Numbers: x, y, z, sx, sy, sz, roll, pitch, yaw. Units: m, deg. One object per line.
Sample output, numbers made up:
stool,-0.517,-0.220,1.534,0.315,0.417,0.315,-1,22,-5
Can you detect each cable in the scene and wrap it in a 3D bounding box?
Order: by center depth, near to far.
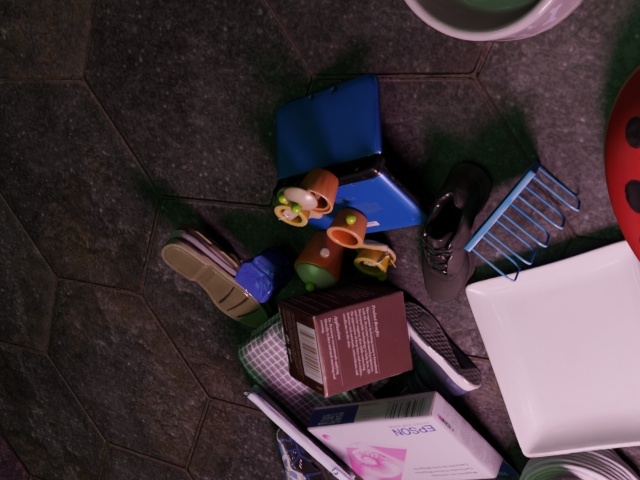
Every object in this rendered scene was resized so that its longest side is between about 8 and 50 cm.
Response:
cable,0.513,0.511,1.597,0.257,0.089,0.257,44,131,8

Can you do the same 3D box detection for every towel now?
towel,-0.024,0.286,1.824,0.283,0.121,0.235,47,133,-4

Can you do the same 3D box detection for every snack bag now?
snack bag,-0.042,0.441,1.854,0.323,0.037,0.342,41,169,7

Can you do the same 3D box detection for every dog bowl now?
dog bowl,0.253,-0.467,1.254,0.349,0.102,0.348,17,123,28

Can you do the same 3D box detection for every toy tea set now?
toy tea set,0.000,0.000,1.579,0.200,0.124,0.336,4,148,35

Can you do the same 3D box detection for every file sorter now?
file sorter,0.343,-0.031,1.384,0.104,0.118,0.170,39,112,6

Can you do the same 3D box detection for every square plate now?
square plate,0.461,0.200,1.459,0.344,0.049,0.347,-21,88,41

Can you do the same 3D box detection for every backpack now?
backpack,-0.107,0.066,1.786,0.098,0.120,0.101,46,122,10

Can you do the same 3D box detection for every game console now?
game console,0.057,-0.150,1.590,0.250,0.173,0.293,40,150,-30

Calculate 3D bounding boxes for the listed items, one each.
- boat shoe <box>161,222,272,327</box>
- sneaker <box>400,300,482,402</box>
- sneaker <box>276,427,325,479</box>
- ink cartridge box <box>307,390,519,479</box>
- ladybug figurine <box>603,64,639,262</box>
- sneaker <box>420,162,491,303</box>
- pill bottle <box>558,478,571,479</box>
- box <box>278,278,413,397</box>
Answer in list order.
boat shoe,-0.220,0.076,1.882,0.113,0.103,0.302,-31,114,37
sneaker,0.198,0.245,1.684,0.226,0.086,0.163,50,129,1
sneaker,-0.065,0.559,2.045,0.081,0.080,0.211,-15,104,38
ink cartridge box,0.193,0.445,1.719,0.324,0.071,0.330,-18,126,40
ladybug figurine,0.566,-0.070,1.195,0.305,0.162,0.449,-19,101,38
sneaker,0.226,0.002,1.506,0.109,0.130,0.286,19,125,25
pill bottle,0.415,0.542,1.547,0.117,0.117,0.215,45,133,7
box,0.048,0.188,1.633,0.167,0.203,0.168,12,112,63
